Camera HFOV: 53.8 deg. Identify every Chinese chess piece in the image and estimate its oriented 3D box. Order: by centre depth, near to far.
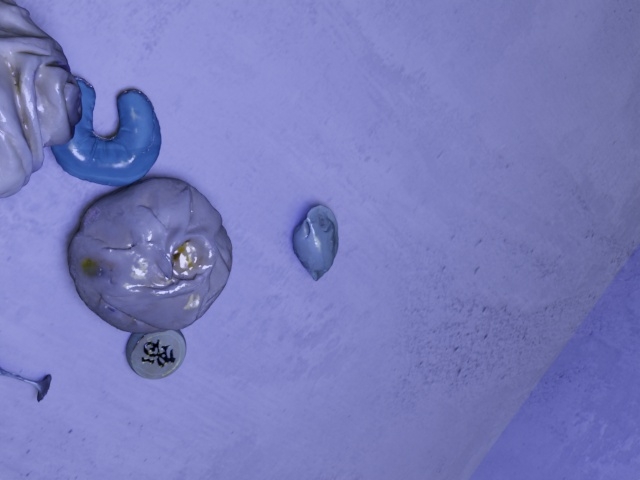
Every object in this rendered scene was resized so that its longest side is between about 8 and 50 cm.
[{"bbox_3d":[-0.396,0.265,1.525,0.144,0.058,0.144,-9,110,-27],"label":"Chinese chess piece"}]

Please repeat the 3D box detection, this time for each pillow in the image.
[{"bbox_3d":[-0.446,-0.222,1.321,0.233,0.086,0.214,3,99,-33],"label":"pillow"}]

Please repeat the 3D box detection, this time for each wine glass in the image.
[{"bbox_3d":[-0.709,0.273,1.343,0.262,0.074,0.074,32,89,-32],"label":"wine glass"}]

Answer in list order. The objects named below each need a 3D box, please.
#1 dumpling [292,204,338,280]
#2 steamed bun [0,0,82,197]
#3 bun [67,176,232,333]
[{"bbox_3d":[-0.015,0.002,1.644,0.107,0.153,0.219,4,123,8],"label":"dumpling"},{"bbox_3d":[-0.542,-0.246,1.109,0.237,0.346,0.395,10,79,-28],"label":"steamed bun"},{"bbox_3d":[-0.357,0.050,1.382,0.364,0.219,0.366,-8,108,-24],"label":"bun"}]
